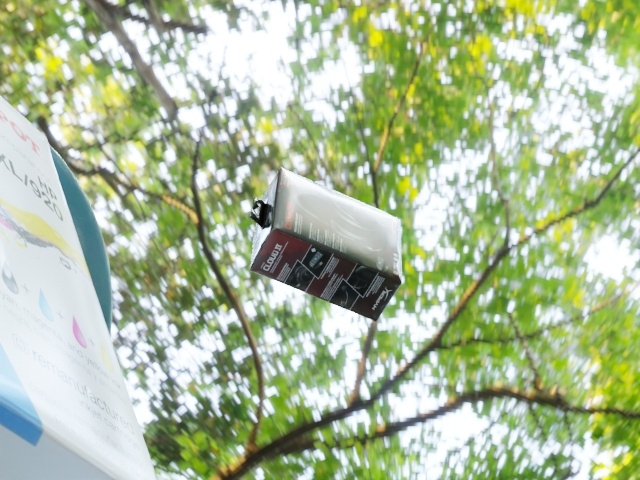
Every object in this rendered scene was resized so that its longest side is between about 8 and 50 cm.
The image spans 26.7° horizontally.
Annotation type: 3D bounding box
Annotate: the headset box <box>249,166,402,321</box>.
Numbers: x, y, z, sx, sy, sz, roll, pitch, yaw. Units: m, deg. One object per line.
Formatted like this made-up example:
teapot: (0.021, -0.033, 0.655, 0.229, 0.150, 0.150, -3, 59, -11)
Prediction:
headset box: (0.000, 0.000, 0.722, 0.083, 0.032, 0.062, 24, -148, -13)

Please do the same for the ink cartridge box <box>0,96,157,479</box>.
ink cartridge box: (-0.199, 0.031, 0.541, 0.168, 0.171, 0.233, -34, -132, 8)

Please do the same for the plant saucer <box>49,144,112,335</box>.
plant saucer: (-0.262, 0.061, 0.746, 0.043, 0.317, 0.318, 23, -108, 45)
